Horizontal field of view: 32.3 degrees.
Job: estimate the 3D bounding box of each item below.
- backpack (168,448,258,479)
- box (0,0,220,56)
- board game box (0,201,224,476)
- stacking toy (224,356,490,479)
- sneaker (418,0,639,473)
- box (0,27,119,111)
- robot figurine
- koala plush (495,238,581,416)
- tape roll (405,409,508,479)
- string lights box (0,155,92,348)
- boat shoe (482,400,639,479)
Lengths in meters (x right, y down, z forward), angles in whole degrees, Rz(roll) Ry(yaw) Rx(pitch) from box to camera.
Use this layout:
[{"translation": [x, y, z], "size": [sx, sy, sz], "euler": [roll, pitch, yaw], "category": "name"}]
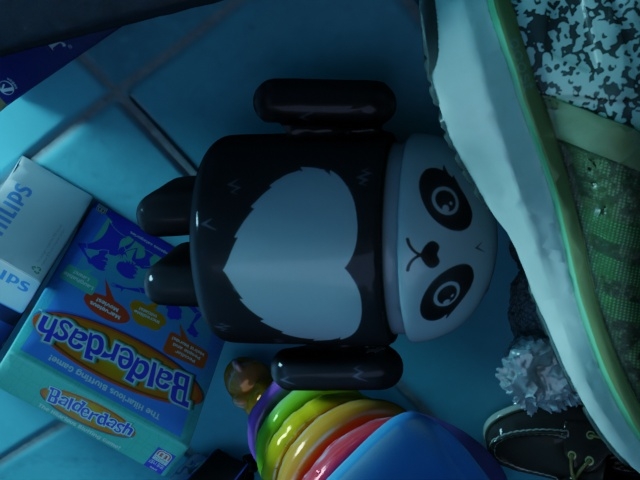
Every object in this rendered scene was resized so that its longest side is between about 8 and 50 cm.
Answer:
[{"translation": [-0.117, 0.285, 1.153], "size": [0.084, 0.105, 0.114], "euler": [15, 131, 28], "category": "backpack"}, {"translation": [-0.245, -0.266, 0.683], "size": [0.395, 0.212, 0.293], "euler": [-9, 111, 18], "category": "box"}, {"translation": [-0.164, 0.077, 0.943], "size": [0.160, 0.210, 0.047], "euler": [31, 125, -12], "category": "board game box"}, {"translation": [-0.004, 0.179, 0.973], "size": [0.166, 0.302, 0.175], "euler": [-44, 127, -8], "category": "stacking toy"}, {"translation": [0.213, -0.010, 0.657], "size": [0.182, 0.158, 0.410], "euler": [-24, 107, 23], "category": "sneaker"}, {"translation": [-0.217, -0.208, 0.858], "size": [0.225, 0.036, 0.136], "euler": [-28, 116, 25], "category": "box"}, {"translation": [-0.001, -0.001, 0.876], "size": [0.278, 0.173, 0.209], "euler": [0, 143, 11], "category": "robot figurine"}, {"translation": [0.250, 0.066, 0.874], "size": [0.221, 0.196, 0.203], "euler": [6, 146, 2], "category": "koala plush"}, {"translation": [0.086, 0.259, 1.082], "size": [0.189, 0.080, 0.189], "euler": [15, 133, 16], "category": "tape roll"}, {"translation": [-0.312, 0.061, 1.007], "size": [0.077, 0.133, 0.259], "euler": [32, 125, -11], "category": "string lights box"}, {"translation": [0.265, 0.199, 1.034], "size": [0.228, 0.068, 0.081], "euler": [0, 126, 11], "category": "boat shoe"}]
